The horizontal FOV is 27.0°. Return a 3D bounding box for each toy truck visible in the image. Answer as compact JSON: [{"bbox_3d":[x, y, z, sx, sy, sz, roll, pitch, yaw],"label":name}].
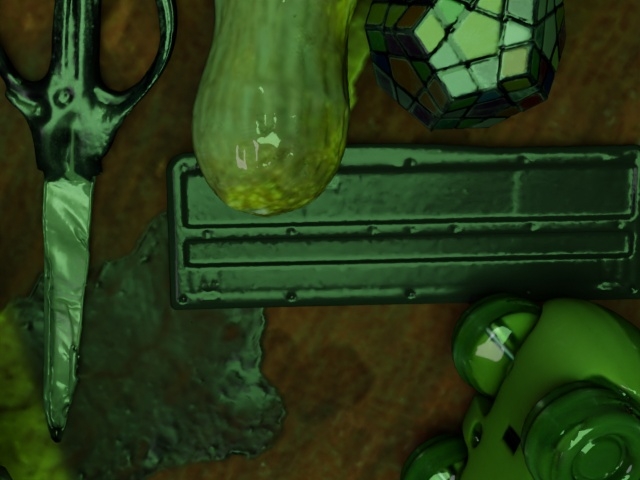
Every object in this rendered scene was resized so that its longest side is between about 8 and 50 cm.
[{"bbox_3d":[0.155,0.142,0.745,0.210,0.148,0.187,28,103,-29],"label":"toy truck"}]

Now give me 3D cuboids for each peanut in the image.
[{"bbox_3d":[-0.021,-0.115,0.689,0.087,0.087,0.206,7,85,-3],"label":"peanut"}]

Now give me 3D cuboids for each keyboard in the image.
[{"bbox_3d":[-0.003,-0.003,0.754,0.381,0.041,0.103,-2,105,-9],"label":"keyboard"}]

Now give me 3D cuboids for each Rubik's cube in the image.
[{"bbox_3d":[0.077,-0.111,0.703,0.093,0.111,0.111,9,103,22],"label":"Rubik's cube"}]

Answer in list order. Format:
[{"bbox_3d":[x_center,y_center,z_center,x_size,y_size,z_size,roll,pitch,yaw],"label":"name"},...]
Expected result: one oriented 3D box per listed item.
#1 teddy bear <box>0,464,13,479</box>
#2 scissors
[{"bbox_3d":[-0.329,0.172,0.698,0.357,0.224,0.367,8,109,4],"label":"teddy bear"},{"bbox_3d":[-0.143,-0.025,0.753,0.109,0.022,0.300,6,102,1],"label":"scissors"}]
